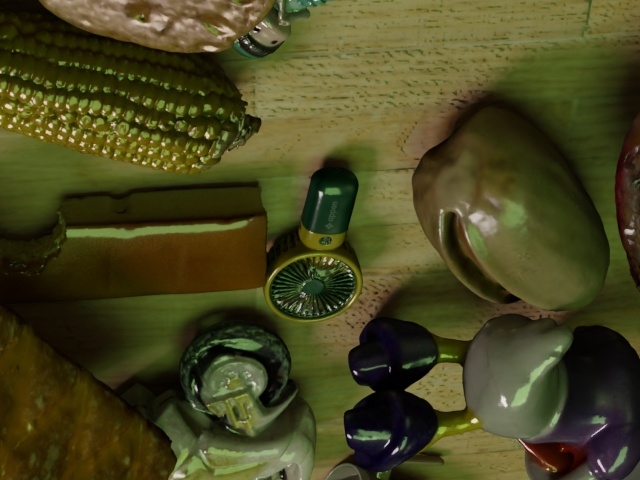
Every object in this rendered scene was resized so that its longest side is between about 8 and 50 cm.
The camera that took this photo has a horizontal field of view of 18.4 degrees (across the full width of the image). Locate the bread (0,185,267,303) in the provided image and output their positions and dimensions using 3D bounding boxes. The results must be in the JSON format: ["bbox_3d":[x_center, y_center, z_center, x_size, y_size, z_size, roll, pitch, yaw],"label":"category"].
[{"bbox_3d":[-0.156,0.004,1.562,0.226,0.049,0.088,-3,136,-6],"label":"bread"}]

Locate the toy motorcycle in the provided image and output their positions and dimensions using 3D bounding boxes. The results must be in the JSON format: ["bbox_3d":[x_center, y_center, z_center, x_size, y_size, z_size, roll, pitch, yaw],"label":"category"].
[{"bbox_3d":[-0.116,0.216,1.747,0.340,0.108,0.223,-41,123,19],"label":"toy motorcycle"}]

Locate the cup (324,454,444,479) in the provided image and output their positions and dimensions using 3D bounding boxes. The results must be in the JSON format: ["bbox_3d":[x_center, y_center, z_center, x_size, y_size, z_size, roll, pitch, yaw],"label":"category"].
[{"bbox_3d":[0.059,0.241,1.844,0.099,0.102,0.074,23,166,-31],"label":"cup"}]

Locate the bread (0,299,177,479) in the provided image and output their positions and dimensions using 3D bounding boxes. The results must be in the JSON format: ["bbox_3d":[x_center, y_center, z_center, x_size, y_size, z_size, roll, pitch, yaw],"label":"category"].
[{"bbox_3d":[-0.304,0.195,1.538,0.207,0.279,0.279,12,159,43],"label":"bread"}]

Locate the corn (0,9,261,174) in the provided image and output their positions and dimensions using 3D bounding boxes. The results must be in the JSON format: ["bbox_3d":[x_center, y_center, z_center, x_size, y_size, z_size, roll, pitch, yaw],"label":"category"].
[{"bbox_3d":[-0.166,-0.108,1.413,0.261,0.097,0.097,12,132,-20],"label":"corn"}]

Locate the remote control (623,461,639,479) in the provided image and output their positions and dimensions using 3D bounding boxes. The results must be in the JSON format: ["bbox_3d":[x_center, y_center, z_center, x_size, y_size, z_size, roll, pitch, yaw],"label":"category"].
[{"bbox_3d":[0.385,0.212,1.838,0.221,0.103,0.332,-8,135,2],"label":"remote control"}]

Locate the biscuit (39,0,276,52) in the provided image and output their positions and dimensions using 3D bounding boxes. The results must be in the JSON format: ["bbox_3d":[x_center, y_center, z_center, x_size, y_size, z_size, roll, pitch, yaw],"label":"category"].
[{"bbox_3d":[-0.102,-0.259,1.249,0.287,0.057,0.344,0,140,17],"label":"biscuit"}]

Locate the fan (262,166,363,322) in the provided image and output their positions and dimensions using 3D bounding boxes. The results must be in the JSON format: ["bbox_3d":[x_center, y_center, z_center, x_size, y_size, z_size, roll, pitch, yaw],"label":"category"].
[{"bbox_3d":[0.000,0.000,1.593,0.082,0.039,0.155,4,133,-13],"label":"fan"}]

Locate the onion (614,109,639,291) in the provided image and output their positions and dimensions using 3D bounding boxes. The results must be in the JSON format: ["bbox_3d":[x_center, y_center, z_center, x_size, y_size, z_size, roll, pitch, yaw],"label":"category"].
[{"bbox_3d":[0.372,-0.031,1.492,0.314,0.232,0.314,0,95,1],"label":"onion"}]

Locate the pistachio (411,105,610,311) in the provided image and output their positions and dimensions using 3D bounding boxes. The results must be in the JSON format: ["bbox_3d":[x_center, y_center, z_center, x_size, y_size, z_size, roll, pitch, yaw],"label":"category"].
[{"bbox_3d":[0.154,-0.018,1.555,0.129,0.131,0.206,17,162,41],"label":"pistachio"}]

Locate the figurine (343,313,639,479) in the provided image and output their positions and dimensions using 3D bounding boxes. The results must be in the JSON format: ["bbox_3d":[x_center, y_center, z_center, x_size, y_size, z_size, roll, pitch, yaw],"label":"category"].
[{"bbox_3d":[0.224,0.116,1.636,0.420,0.154,0.193,2,148,-9],"label":"figurine"}]

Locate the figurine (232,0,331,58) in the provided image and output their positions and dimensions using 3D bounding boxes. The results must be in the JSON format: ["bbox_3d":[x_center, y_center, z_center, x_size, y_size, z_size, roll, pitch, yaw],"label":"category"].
[{"bbox_3d":[-0.030,-0.172,1.405,0.106,0.047,0.060,-36,139,22],"label":"figurine"}]
